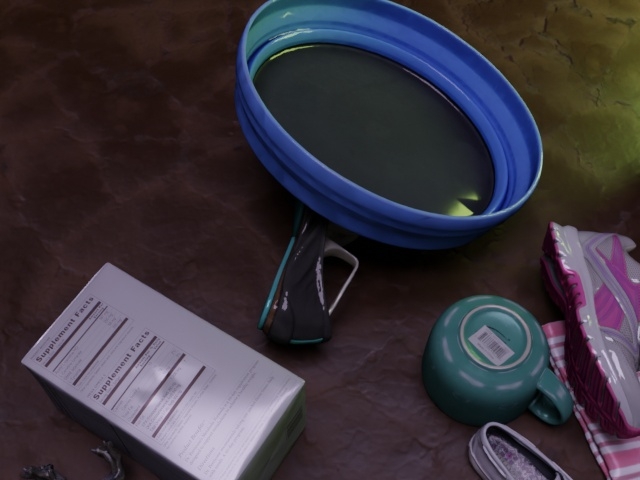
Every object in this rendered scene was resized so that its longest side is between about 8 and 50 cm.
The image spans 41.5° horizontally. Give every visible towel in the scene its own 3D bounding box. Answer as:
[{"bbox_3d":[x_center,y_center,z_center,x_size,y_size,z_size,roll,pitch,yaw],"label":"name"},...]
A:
[{"bbox_3d":[0.344,0.163,0.931,0.144,0.029,0.197,-13,59,-9],"label":"towel"}]

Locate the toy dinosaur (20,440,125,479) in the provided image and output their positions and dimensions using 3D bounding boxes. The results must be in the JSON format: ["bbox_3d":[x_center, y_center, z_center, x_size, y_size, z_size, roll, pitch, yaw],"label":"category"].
[{"bbox_3d":[-0.236,0.270,0.833,0.268,0.064,0.118,-12,66,-12],"label":"toy dinosaur"}]

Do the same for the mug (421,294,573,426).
[{"bbox_3d":[0.192,0.125,0.910,0.157,0.097,0.130,3,58,0],"label":"mug"}]

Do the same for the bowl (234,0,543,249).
[{"bbox_3d":[0.079,-0.152,1.021,0.391,0.077,0.391,15,46,-16],"label":"bowl"}]

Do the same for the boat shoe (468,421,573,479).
[{"bbox_3d":[0.228,0.254,0.850,0.066,0.063,0.184,-32,64,-20],"label":"boat shoe"}]

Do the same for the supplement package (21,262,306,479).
[{"bbox_3d":[-0.151,0.156,0.856,0.244,0.139,0.134,29,63,15],"label":"supplement package"}]

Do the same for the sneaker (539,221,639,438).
[{"bbox_3d":[0.318,0.085,0.905,0.111,0.103,0.252,-6,60,0],"label":"sneaker"}]

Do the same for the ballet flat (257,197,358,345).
[{"bbox_3d":[0.000,0.000,0.992,0.096,0.095,0.281,15,62,-5],"label":"ballet flat"}]
